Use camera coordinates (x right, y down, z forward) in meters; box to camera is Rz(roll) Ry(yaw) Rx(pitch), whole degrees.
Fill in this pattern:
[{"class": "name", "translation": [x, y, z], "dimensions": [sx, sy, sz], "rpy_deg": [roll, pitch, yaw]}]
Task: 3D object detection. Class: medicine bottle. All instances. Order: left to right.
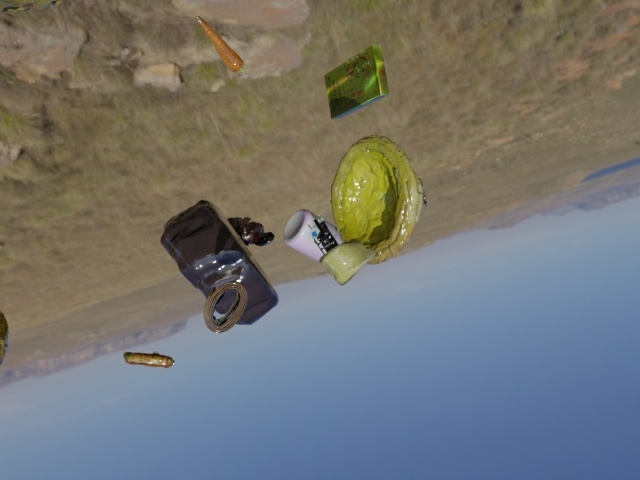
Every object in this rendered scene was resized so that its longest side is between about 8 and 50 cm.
[{"class": "medicine bottle", "translation": [0.000, 0.000, 2.062], "dimensions": [0.254, 0.152, 0.152], "rpy_deg": [29, 149, -31]}]

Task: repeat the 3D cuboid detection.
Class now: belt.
[{"class": "belt", "translation": [-0.144, 0.098, 0.838], "dimensions": [0.083, 0.059, 0.036], "rpy_deg": [-57, -174, -7]}]

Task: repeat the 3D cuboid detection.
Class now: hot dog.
[{"class": "hot dog", "translation": [-0.406, 0.280, 1.317], "dimensions": [0.122, 0.037, 0.049], "rpy_deg": [10, 158, -8]}]

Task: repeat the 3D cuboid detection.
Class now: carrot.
[{"class": "carrot", "translation": [-0.364, -0.702, 2.004], "dimensions": [0.061, 0.061, 0.257], "rpy_deg": [-19, 134, 32]}]

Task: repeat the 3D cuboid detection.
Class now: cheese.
[{"class": "cheese", "translation": [0.046, 0.028, 0.920], "dimensions": [0.084, 0.060, 0.041], "rpy_deg": [-40, 174, -3]}]

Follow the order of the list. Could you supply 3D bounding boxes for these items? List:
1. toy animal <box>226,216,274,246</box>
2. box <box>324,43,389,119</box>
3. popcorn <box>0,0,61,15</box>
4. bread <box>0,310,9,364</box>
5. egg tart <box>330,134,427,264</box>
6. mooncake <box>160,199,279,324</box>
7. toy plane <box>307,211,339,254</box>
[{"class": "toy animal", "translation": [-0.281, -0.025, 2.216], "dimensions": [0.219, 0.116, 0.179], "rpy_deg": [21, 174, 11]}, {"class": "box", "translation": [0.120, -0.551, 1.962], "dimensions": [0.043, 0.173, 0.311], "rpy_deg": [-10, -179, -31]}, {"class": "popcorn", "translation": [-0.629, -0.557, 1.104], "dimensions": [0.265, 0.225, 0.332], "rpy_deg": [4, 173, -22]}, {"class": "bread", "translation": [-0.603, 0.168, 0.846], "dimensions": [0.240, 0.240, 0.139], "rpy_deg": [-17, 143, 11]}, {"class": "egg tart", "translation": [0.163, -0.105, 1.504], "dimensions": [0.132, 0.345, 0.345], "rpy_deg": [2, 166, -38]}, {"class": "mooncake", "translation": [-0.213, 0.054, 1.180], "dimensions": [0.141, 0.283, 0.283], "rpy_deg": [-38, 178, -4]}, {"class": "toy plane", "translation": [0.013, -0.009, 1.534], "dimensions": [0.053, 0.197, 0.078], "rpy_deg": [-38, 149, 9]}]
